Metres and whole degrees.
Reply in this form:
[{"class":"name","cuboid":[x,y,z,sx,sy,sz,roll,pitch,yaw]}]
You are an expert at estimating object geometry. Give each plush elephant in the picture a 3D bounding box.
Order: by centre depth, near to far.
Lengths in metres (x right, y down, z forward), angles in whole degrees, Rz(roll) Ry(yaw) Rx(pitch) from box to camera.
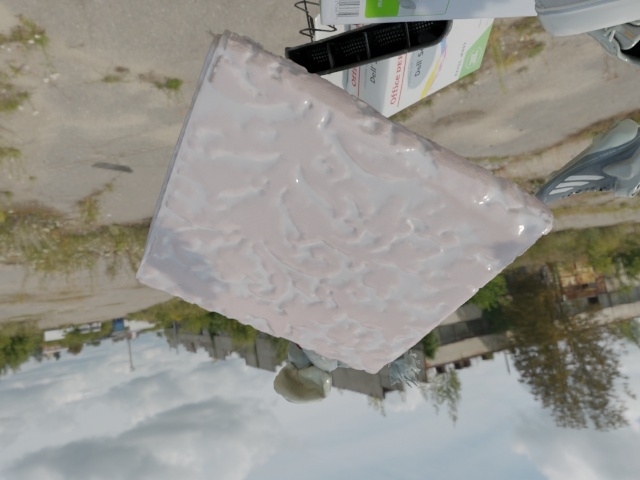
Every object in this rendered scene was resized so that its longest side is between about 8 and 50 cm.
[{"class":"plush elephant","cuboid":[0.010,0.163,0.958,0.255,0.330,0.272,-25,-165,39]}]

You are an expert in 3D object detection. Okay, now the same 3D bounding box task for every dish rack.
[{"class":"dish rack","cuboid":[0.042,-0.346,0.583,0.208,0.271,0.074,-5,-167,27]}]

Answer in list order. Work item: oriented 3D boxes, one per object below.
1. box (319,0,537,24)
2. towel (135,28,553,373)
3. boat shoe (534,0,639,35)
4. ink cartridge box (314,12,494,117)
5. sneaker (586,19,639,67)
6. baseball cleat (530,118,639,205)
[{"class":"box","cuboid":[0.110,-0.298,0.347,0.231,0.126,0.262,-4,156,-1]},{"class":"towel","cuboid":[0.000,0.000,0.514,0.332,0.053,0.317,25,132,-13]},{"class":"boat shoe","cuboid":[0.183,-0.155,0.232,0.066,0.063,0.184,-47,-153,-14]},{"class":"ink cartridge box","cuboid":[0.162,-0.369,0.927,0.354,0.119,0.207,-32,150,-20]},{"class":"sneaker","cuboid":[0.521,-0.403,0.893,0.263,0.121,0.099,22,127,-19]},{"class":"baseball cleat","cuboid":[0.421,-0.091,0.769,0.072,0.109,0.206,-28,162,-30]}]
